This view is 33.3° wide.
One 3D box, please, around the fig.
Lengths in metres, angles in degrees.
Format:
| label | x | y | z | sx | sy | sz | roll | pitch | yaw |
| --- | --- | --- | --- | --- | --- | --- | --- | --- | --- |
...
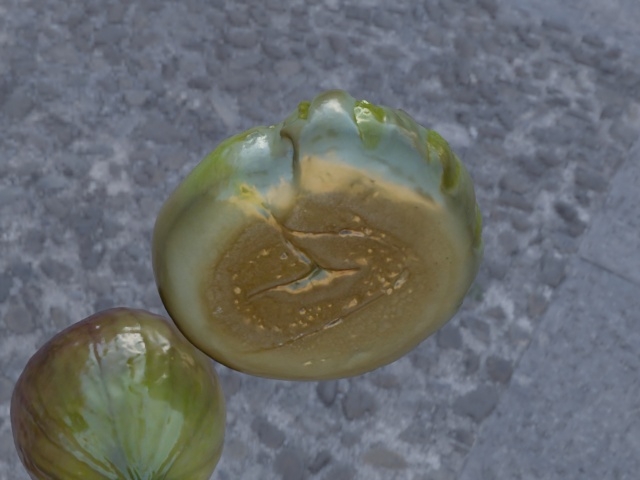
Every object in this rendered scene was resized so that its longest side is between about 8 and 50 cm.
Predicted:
| label | x | y | z | sx | sy | sz | roll | pitch | yaw |
| --- | --- | --- | --- | --- | --- | --- | --- | --- | --- |
| fig | -0.114 | 0.142 | 0.743 | 0.230 | 0.160 | 0.143 | 22 | 18 | 41 |

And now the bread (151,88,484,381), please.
| label | x | y | z | sx | sy | sz | roll | pitch | yaw |
| --- | --- | --- | --- | --- | --- | --- | --- | --- | --- |
| bread | 0.000 | 0.000 | 0.690 | 0.213 | 0.213 | 0.105 | 4 | 33 | -6 |
